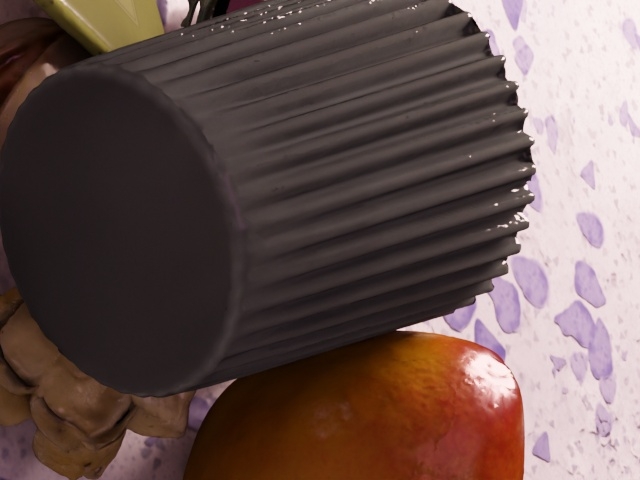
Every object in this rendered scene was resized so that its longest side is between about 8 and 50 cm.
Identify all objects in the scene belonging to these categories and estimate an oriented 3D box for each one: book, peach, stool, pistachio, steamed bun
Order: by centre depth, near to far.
[{"bbox_3d":[-0.045,-0.039,1.480,0.330,0.297,0.297,-20,96,-48],"label":"stool"},{"bbox_3d":[-0.245,-0.101,1.525,0.144,0.144,0.215,62,35,-17],"label":"pistachio"},{"bbox_3d":[-0.216,-0.254,1.529,0.352,0.035,0.239,46,22,-57],"label":"book"},{"bbox_3d":[-0.192,0.100,1.561,0.192,0.106,0.177,50,51,-16],"label":"steamed bun"},{"bbox_3d":[0.033,0.216,1.624,0.289,0.308,0.289,17,68,-48],"label":"peach"}]

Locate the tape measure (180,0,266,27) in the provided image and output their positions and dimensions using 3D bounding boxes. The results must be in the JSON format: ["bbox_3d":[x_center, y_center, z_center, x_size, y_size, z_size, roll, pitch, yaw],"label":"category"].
[{"bbox_3d":[0.024,-0.165,1.784,0.231,0.245,0.149,6,107,-45],"label":"tape measure"}]
